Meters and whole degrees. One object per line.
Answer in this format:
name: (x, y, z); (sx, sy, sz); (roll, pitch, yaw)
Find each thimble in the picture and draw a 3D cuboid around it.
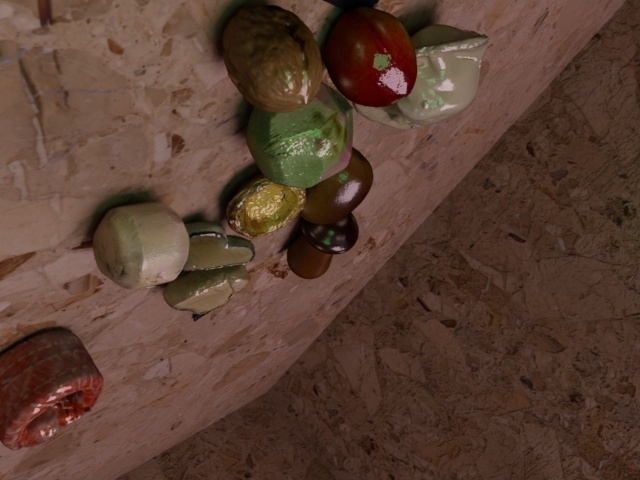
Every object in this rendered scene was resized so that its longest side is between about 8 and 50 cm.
thimble: (-0.610, 0.330, 1.193); (0.239, 0.162, 0.239); (-39, 162, -15)

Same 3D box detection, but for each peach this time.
peach: (0.106, -0.357, 1.086); (0.197, 0.197, 0.197); (-38, 162, -14)

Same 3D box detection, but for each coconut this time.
coconut: (-0.331, 0.009, 1.042); (0.183, 0.171, 0.171); (-10, 145, -47)
coconut: (-0.031, -0.222, 1.105); (0.236, 0.236, 0.204); (-39, -163, -12)

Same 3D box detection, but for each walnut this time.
walnut: (-0.073, -0.289, 0.878); (0.155, 0.184, 0.155); (-33, 163, -12)

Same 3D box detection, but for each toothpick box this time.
toothpick box: (0.000, 0.000, 1.744); (0.192, 0.192, 0.294); (-31, 165, -35)

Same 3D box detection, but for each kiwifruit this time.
kiwifruit: (0.024, -0.146, 1.427); (0.234, 0.196, 0.196); (-41, 164, 17)

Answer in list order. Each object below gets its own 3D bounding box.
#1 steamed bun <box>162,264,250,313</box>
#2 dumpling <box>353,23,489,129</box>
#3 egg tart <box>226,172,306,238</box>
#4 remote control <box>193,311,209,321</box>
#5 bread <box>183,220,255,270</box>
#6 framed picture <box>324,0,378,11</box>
steamed bun: (-0.297, 0.111, 1.459); (0.212, 0.110, 0.231); (-25, 165, 0)
dumpling: (0.229, -0.396, 1.360); (0.315, 0.233, 0.395); (-5, 167, -12)
egg tart: (-0.138, -0.095, 1.316); (0.212, 0.090, 0.212); (-26, 151, -16)
remote control: (-0.369, 0.226, 1.737); (0.096, 0.014, 0.039); (-32, 160, -35)
bread: (-0.270, 0.020, 1.314); (0.172, 0.064, 0.232); (-31, 148, 25)
framed picture: (0.074, -0.526, 0.926); (0.255, 0.014, 0.338); (-52, 161, 28)
